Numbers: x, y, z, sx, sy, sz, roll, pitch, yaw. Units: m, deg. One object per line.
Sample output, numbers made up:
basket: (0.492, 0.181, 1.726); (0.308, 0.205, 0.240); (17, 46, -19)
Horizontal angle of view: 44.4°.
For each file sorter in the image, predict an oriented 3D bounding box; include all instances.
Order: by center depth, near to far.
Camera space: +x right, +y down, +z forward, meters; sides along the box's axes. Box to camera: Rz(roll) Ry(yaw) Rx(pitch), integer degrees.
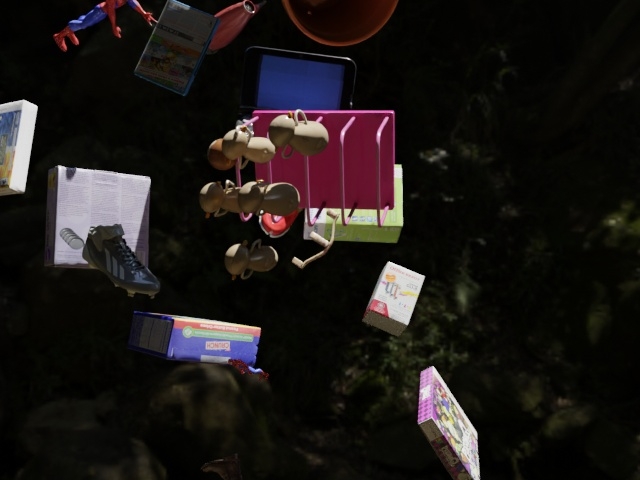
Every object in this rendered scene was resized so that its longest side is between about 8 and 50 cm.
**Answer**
file sorter: (-0.009, -0.138, 1.539); (0.290, 0.202, 0.182); (2, 19, 11)

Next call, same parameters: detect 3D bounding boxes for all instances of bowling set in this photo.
bowling set: (-0.135, -0.095, 1.263); (0.199, 0.287, 0.154); (25, 11, 23)

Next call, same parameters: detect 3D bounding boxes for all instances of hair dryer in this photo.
hair dryer: (-0.232, -0.598, 2.101); (0.080, 0.223, 0.293); (45, -3, -18)

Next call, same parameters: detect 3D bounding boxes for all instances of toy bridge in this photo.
toy bridge: (0.000, 0.000, 2.149); (0.063, 0.188, 0.026); (33, -11, 13)

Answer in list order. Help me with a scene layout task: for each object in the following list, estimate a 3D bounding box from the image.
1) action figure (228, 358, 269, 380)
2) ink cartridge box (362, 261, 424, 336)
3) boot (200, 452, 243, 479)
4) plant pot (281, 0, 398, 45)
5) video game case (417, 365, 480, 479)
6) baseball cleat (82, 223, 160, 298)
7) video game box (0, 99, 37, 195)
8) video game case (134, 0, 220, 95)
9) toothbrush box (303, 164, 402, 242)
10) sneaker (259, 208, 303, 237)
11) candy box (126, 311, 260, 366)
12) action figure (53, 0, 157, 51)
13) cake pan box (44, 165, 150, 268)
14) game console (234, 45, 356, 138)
action figure: (-0.176, 0.307, 1.869); (0.115, 0.030, 0.038); (36, -25, -33)
ink cartridge box: (0.227, 0.181, 2.433); (0.128, 0.176, 0.127); (22, -25, 2)
boot: (-0.196, 0.509, 1.624); (0.106, 0.114, 0.037); (-28, -17, 35)
plant pot: (0.021, -0.627, 1.858); (0.290, 0.291, 0.203); (1, 25, -21)
video game case: (0.291, 0.426, 1.773); (0.041, 0.210, 0.232); (-30, 11, 17)
baseball cleat: (-0.390, 0.031, 1.530); (0.205, 0.110, 0.072); (24, 19, 25)
video game box: (-0.720, -0.198, 1.735); (0.187, 0.205, 0.048); (-5, -17, 30)
video game case: (-0.283, -0.381, 1.549); (0.119, 0.166, 0.015); (24, -2, 13)
toothbrush box: (0.094, -0.113, 2.314); (0.283, 0.206, 0.122); (2, -25, -4)
sneaker: (-0.092, -0.124, 2.471); (0.279, 0.107, 0.118); (-51, 3, -36)
candy box: (-0.367, 0.282, 2.243); (0.268, 0.122, 0.317); (12, -7, -33)
action figure: (-0.538, -0.551, 2.001); (0.280, 0.139, 0.091); (-30, 18, 31)
cake pan box: (-0.549, -0.049, 1.968); (0.266, 0.246, 0.070); (3, -5, -40)
game console: (-0.062, -0.342, 1.973); (0.293, 0.173, 0.250); (6, 38, -3)
